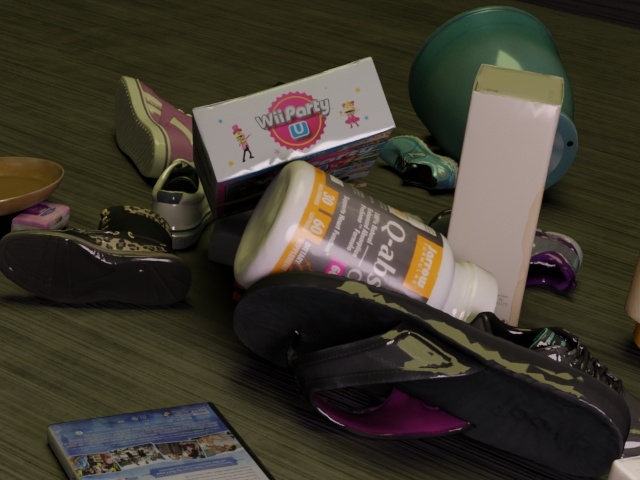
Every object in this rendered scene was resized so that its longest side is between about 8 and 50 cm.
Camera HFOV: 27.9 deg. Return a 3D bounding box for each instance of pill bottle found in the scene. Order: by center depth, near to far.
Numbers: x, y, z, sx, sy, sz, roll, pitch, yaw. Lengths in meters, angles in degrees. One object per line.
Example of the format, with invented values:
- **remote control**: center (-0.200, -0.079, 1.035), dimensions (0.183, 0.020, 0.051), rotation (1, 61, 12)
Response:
- **pill bottle**: center (0.054, 0.036, 1.483), dimensions (0.278, 0.162, 0.162), rotation (27, 18, -14)

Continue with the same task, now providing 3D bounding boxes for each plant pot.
- **plant pot**: center (-0.475, -0.071, 1.794), dimensions (0.236, 0.032, 0.236), rotation (-2, 20, 1)
- **plant pot**: center (0.309, -0.215, 2.165), dimensions (0.271, 0.272, 0.255), rotation (2, 37, -14)

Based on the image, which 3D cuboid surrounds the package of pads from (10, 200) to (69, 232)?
- **package of pads**: center (-0.381, -0.026, 1.755), dimensions (0.050, 0.032, 0.083), rotation (12, 22, 11)

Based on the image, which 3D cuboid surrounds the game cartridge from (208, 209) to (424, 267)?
- **game cartridge**: center (0.000, 0.000, 1.791), dimensions (0.297, 0.062, 0.198), rotation (8, 18, 0)

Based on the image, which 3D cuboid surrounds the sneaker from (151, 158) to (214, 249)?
- **sneaker**: center (-0.186, -0.074, 1.855), dimensions (0.094, 0.091, 0.258), rotation (7, 22, -1)

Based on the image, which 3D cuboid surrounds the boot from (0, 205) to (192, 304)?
- **boot**: center (-0.287, 0.010, 1.632), dimensions (0.236, 0.085, 0.178), rotation (9, 19, -15)

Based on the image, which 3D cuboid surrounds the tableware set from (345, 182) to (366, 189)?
- **tableware set**: center (0.017, -0.077, 1.865), dimensions (0.128, 0.039, 0.194), rotation (7, 7, -5)

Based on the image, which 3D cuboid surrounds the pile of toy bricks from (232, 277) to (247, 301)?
- **pile of toy bricks**: center (-0.007, 0.042, 1.612), dimensions (0.212, 0.105, 0.118), rotation (19, 25, 27)

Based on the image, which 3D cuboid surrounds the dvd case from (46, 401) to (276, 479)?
- **dvd case**: center (-0.135, 0.232, 1.218), dimensions (0.180, 0.022, 0.253), rotation (-4, 25, -29)

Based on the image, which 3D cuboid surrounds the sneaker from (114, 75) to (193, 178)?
- **sneaker**: center (-0.238, -0.176, 2.100), dimensions (0.161, 0.102, 0.282), rotation (0, 34, -27)

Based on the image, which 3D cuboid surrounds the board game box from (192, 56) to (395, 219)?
- **board game box**: center (-0.043, -0.120, 1.627), dimensions (0.224, 0.098, 0.303), rotation (-17, -7, -7)

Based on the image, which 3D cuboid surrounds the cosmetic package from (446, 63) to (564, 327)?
- **cosmetic package**: center (0.227, -0.053, 1.647), dimensions (0.113, 0.310, 0.160), rotation (12, 23, 8)

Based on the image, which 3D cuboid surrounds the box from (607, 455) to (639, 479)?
- **box**: center (0.280, 0.286, 0.936), dimensions (0.126, 0.232, 0.148), rotation (-4, 25, -27)

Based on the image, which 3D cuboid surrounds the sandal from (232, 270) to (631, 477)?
- **sandal**: center (0.094, 0.147, 1.337), dimensions (0.445, 0.168, 0.107), rotation (17, 48, 20)

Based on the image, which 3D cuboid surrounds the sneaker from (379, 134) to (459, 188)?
- **sneaker**: center (0.154, -0.129, 2.141), dimensions (0.073, 0.063, 0.162), rotation (-18, 33, -40)

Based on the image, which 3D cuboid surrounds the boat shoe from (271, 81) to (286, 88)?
- **boat shoe**: center (-0.015, -0.202, 2.215), dimensions (0.158, 0.127, 0.340), rotation (1, 14, 1)

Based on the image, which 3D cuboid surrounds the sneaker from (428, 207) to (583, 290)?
- **sneaker**: center (0.256, 0.014, 1.804), dimensions (0.223, 0.083, 0.098), rotation (12, 27, 8)

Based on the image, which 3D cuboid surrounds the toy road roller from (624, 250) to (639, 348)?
- **toy road roller**: center (0.556, 0.043, 1.669), dimensions (0.329, 0.203, 0.240), rotation (11, 18, -3)

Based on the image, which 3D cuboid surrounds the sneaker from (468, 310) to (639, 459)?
- **sneaker**: center (0.269, 0.161, 1.400), dimensions (0.267, 0.106, 0.101), rotation (18, 22, 8)
